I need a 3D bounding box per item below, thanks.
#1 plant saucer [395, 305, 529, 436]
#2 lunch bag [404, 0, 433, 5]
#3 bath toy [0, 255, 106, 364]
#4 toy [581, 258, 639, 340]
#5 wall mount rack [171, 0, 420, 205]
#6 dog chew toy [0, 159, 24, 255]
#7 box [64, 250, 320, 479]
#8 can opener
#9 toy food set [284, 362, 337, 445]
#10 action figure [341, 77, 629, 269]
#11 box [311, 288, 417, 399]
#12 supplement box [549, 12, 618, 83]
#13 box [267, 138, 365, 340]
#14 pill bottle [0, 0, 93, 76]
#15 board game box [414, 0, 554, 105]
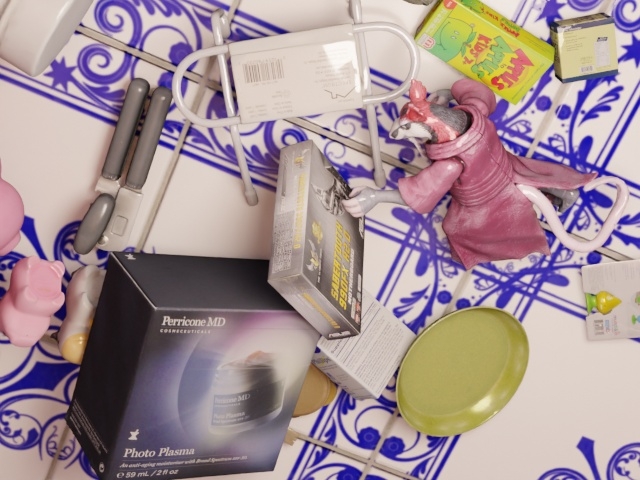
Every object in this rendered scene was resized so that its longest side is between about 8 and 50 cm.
[{"bbox_3d":[0.222,0.203,1.607,0.241,0.037,0.241,-10,118,-20],"label":"plant saucer"},{"bbox_3d":[0.077,-0.482,1.308,0.305,0.212,0.256,26,108,-9],"label":"lunch bag"},{"bbox_3d":[-0.422,0.097,1.500,0.348,0.151,0.129,20,152,-36],"label":"bath toy"},{"bbox_3d":[0.536,0.080,1.589,0.237,0.056,0.137,-8,113,8],"label":"toy"},{"bbox_3d":[-0.027,-0.197,1.462,0.350,0.130,0.304,-8,106,3],"label":"wall mount rack"},{"bbox_3d":[-0.563,-0.108,1.458,0.206,0.207,0.332,-34,114,11],"label":"dog chew toy"},{"bbox_3d":[-0.187,0.188,1.501,0.296,0.182,0.294,4,113,-36],"label":"box"},{"bbox_3d":[-0.294,-0.104,1.514,0.074,0.093,0.280,20,104,-6],"label":"can opener"},{"bbox_3d":[-0.039,0.235,1.661,0.132,0.038,0.192,35,111,-4],"label":"toy food set"},{"bbox_3d":[0.217,-0.085,1.391,0.370,0.275,0.248,41,73,-48],"label":"action figure"},{"bbox_3d":[0.058,0.161,1.580,0.137,0.072,0.126,42,65,-13],"label":"box"},{"bbox_3d":[0.382,-0.280,1.460,0.083,0.056,0.083,-10,109,4],"label":"supplement box"},{"bbox_3d":[0.000,0.000,1.440,0.056,0.231,0.183,-13,142,24],"label":"box"},{"bbox_3d":[-0.500,-0.404,1.333,0.392,0.224,0.224,33,106,-11],"label":"pill bottle"},{"bbox_3d":[0.236,-0.282,1.450,0.181,0.043,0.092,30,132,-10],"label":"board game box"}]
